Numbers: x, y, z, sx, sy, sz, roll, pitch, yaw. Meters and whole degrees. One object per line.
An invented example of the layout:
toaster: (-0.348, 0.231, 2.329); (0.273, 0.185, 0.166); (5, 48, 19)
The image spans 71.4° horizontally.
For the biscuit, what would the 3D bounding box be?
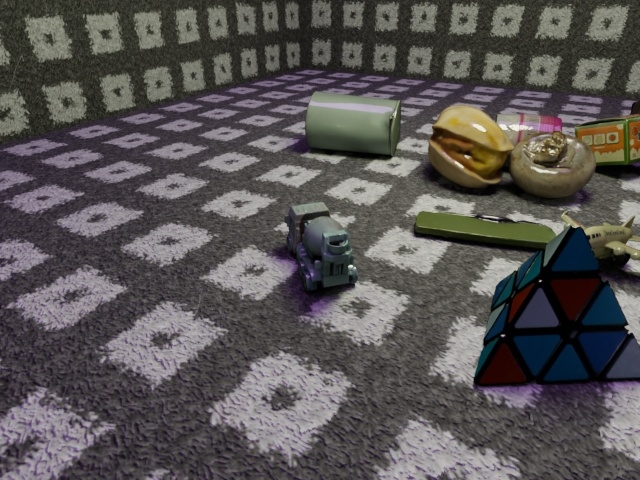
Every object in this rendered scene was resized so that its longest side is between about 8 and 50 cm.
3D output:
biscuit: (0.391, -0.026, 1.073); (0.322, 0.038, 0.099); (8, 34, 13)

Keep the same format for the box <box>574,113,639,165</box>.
box: (0.970, -0.327, 1.442); (0.194, 0.148, 0.177); (-12, 10, -20)

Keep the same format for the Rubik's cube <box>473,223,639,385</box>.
Rubik's cube: (0.392, 0.172, 0.693); (0.234, 0.284, 0.250); (31, 64, 11)

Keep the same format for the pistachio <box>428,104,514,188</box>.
pistachio: (0.446, -0.291, 1.360); (0.229, 0.230, 0.309); (-11, 36, -19)

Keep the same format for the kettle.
kettle: (0.127, -0.406, 1.625); (0.317, 0.265, 0.205); (8, 62, 15)

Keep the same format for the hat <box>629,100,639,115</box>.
hat: (1.146, -0.372, 1.483); (0.238, 0.336, 0.209); (31, 78, 17)

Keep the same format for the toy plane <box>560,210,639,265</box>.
toy plane: (0.610, 0.002, 0.957); (0.256, 0.104, 0.242); (-18, 37, -28)

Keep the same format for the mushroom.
mushroom: (0.657, -0.227, 1.268); (0.226, 0.178, 0.227); (-9, 41, 8)

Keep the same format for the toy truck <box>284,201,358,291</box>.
toy truck: (0.000, 0.000, 0.924); (0.107, 0.140, 0.257); (-9, 31, -14)

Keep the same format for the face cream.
face cream: (0.661, -0.321, 1.451); (0.194, 0.175, 0.175); (11, 31, 16)
